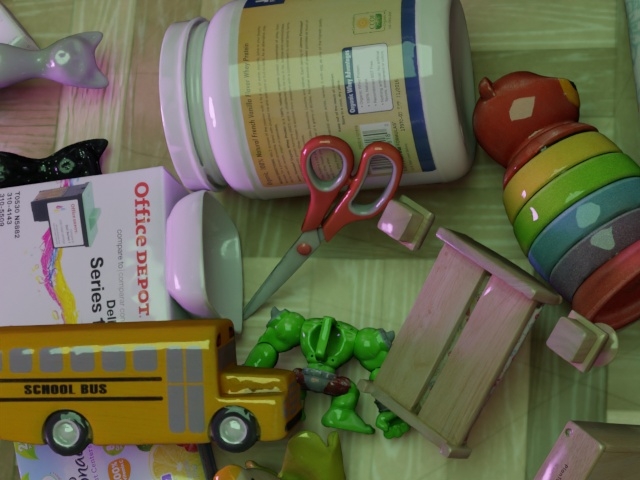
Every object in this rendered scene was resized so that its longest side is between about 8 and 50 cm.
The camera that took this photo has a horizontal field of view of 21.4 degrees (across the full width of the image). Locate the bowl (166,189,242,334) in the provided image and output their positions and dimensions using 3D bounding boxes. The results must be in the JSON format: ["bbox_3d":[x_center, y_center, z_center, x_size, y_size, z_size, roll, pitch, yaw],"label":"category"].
[{"bbox_3d":[-0.131,0.026,1.870,0.053,0.142,0.142,-7,66,13],"label":"bowl"}]

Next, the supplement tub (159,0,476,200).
[{"bbox_3d":[0.001,-0.163,1.860,0.316,0.228,0.228,-5,72,12],"label":"supplement tub"}]

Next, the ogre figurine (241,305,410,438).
[{"bbox_3d":[0.006,0.142,1.836,0.197,0.097,0.118,10,87,28],"label":"ogre figurine"}]

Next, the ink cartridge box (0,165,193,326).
[{"bbox_3d":[-0.286,0.040,1.927,0.278,0.117,0.201,-8,71,10],"label":"ink cartridge box"}]

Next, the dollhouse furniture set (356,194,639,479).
[{"bbox_3d":[0.172,0.173,1.771,0.355,0.174,0.303,37,105,36],"label":"dollhouse furniture set"}]

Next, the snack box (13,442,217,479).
[{"bbox_3d":[-0.220,0.268,1.865,0.207,0.070,0.174,-20,69,9],"label":"snack box"}]

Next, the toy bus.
[{"bbox_3d":[-0.192,0.152,1.779,0.333,0.108,0.130,-3,93,10],"label":"toy bus"}]

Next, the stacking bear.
[{"bbox_3d":[0.267,-0.059,1.798,0.164,0.175,0.289,-40,66,21],"label":"stacking bear"}]

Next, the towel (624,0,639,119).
[{"bbox_3d":[0.514,-0.209,1.776,0.375,0.090,0.320,-3,58,3],"label":"towel"}]

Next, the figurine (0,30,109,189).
[{"bbox_3d":[-0.351,-0.149,2.001,0.210,0.092,0.214,-2,86,-4],"label":"figurine"}]

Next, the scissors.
[{"bbox_3d":[0.000,0.000,1.834,0.109,0.297,0.021,15,39,-9],"label":"scissors"}]

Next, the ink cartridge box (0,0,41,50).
[{"bbox_3d":[-0.481,-0.257,2.110,0.181,0.056,0.224,-40,63,-1],"label":"ink cartridge box"}]

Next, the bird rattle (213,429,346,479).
[{"bbox_3d":[-0.029,0.323,1.740,0.143,0.207,0.253,-31,58,22],"label":"bird rattle"}]
